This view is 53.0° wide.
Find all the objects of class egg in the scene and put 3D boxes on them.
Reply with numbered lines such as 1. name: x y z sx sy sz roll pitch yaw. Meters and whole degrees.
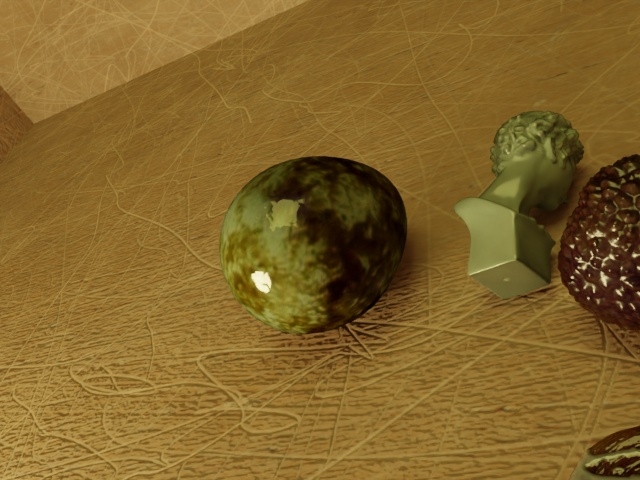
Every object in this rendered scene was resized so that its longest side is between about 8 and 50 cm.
1. egg: 0.000 0.000 0.889 0.289 0.238 0.238 -24 26 -33

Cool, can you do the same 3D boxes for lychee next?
1. lychee: 0.339 0.013 0.645 0.188 0.188 0.188 -21 36 16

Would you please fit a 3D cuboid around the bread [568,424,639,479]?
1. bread: 0.279 0.232 0.519 0.160 0.073 0.160 -21 37 17

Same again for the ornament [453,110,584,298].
1. ornament: 0.258 -0.058 0.846 0.120 0.130 0.285 -10 38 50
